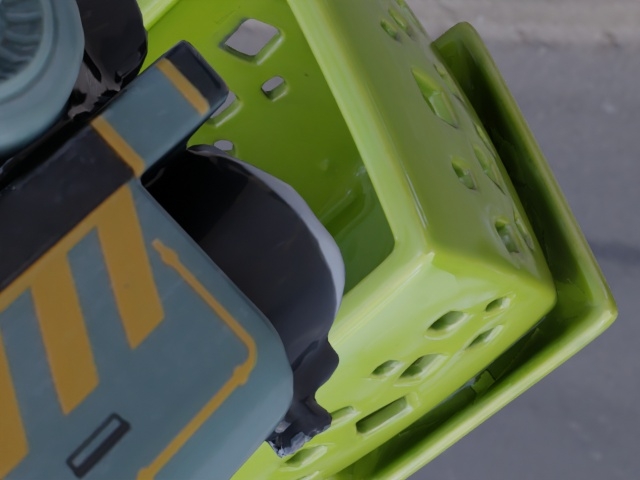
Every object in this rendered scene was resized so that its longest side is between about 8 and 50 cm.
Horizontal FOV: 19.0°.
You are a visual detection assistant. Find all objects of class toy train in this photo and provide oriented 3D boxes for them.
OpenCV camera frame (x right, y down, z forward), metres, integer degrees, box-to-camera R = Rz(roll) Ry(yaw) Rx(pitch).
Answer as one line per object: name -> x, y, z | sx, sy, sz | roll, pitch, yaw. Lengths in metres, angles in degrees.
toy train -> -0.128, 0.054, 0.465 | 0.190, 0.334, 0.142 | 47, 140, -4

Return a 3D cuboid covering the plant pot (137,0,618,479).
plant pot -> 0.000, 0.000, 0.956 | 0.228, 0.227, 0.207 | -41, 145, 28
